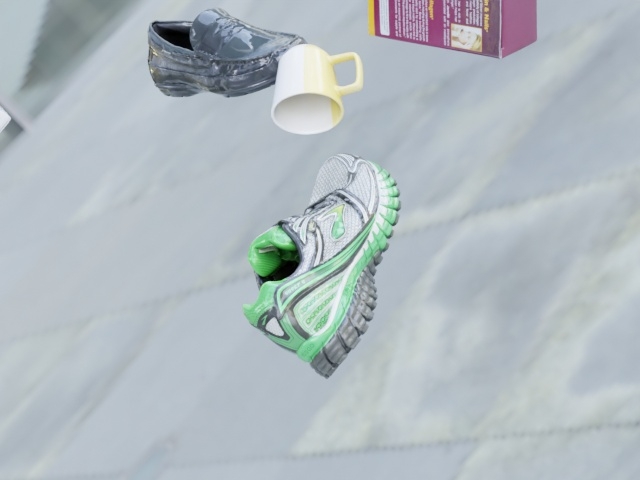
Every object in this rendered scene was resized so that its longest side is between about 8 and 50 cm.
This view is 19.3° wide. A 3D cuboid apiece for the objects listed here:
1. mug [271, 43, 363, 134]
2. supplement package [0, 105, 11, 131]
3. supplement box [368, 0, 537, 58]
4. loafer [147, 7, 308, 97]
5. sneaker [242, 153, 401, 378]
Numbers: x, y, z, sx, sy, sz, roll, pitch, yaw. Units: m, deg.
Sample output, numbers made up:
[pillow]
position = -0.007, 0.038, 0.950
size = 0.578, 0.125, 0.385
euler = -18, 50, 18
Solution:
[mug]
position = -0.005, -0.135, 1.628
size = 0.062, 0.078, 0.064
euler = 101, 169, -56
[supplement package]
position = -0.389, -0.126, 1.398
size = 0.145, 0.262, 0.204
euler = -52, 20, -1
[supplement box]
position = 0.151, -0.281, 2.164
size = 0.188, 0.104, 0.081
euler = 15, 28, 35
[loafer]
position = -0.094, -0.180, 1.776
size = 0.076, 0.078, 0.223
euler = -32, 22, -33
[sneaker]
position = 0.000, 0.000, 2.243
size = 0.134, 0.146, 0.343
euler = -48, 17, 35
